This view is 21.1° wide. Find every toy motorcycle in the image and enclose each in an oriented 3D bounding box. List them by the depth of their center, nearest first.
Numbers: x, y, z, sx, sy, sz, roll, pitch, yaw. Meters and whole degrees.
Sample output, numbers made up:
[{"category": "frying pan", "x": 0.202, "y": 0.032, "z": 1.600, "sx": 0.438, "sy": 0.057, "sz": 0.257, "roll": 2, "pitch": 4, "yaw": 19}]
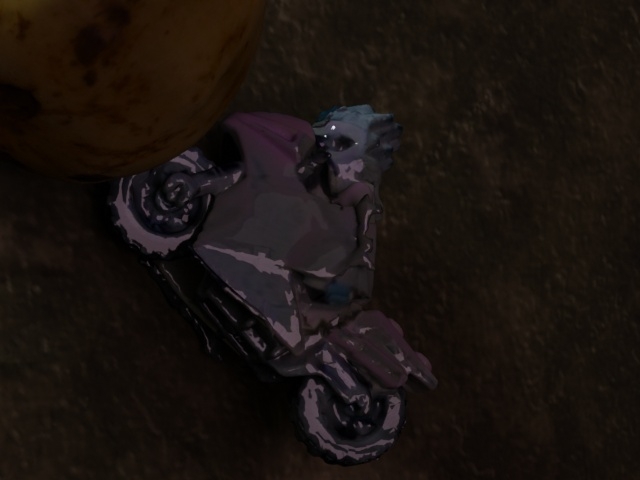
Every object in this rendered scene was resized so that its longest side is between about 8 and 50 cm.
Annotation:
[{"category": "toy motorcycle", "x": 0.003, "y": -0.001, "z": 1.076, "sx": 0.204, "sy": 0.108, "sz": 0.239, "roll": -45, "pitch": 114, "yaw": -26}]

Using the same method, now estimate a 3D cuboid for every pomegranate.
[{"category": "pomegranate", "x": -0.131, "y": -0.147, "z": 0.938, "sx": 0.215, "sy": 0.215, "sz": 0.215, "roll": 0, "pitch": 90, "yaw": -35}]
